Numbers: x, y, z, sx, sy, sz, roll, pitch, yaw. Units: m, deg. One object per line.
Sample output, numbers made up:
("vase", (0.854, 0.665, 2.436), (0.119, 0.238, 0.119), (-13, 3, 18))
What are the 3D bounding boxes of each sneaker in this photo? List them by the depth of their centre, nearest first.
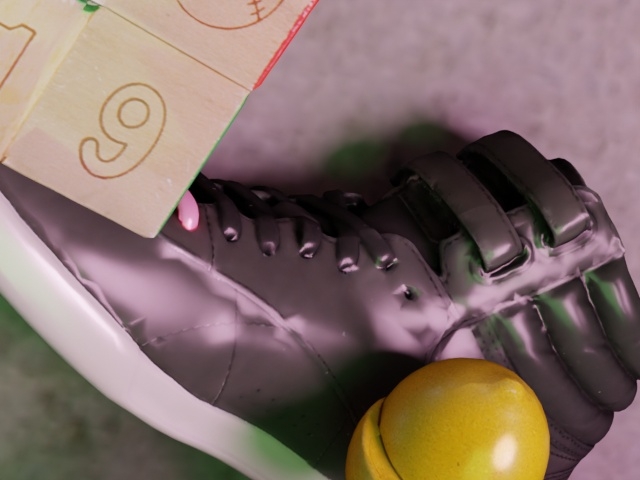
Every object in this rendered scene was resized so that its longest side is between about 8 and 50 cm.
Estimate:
("sneaker", (0.000, 0.000, 0.583), (0.147, 0.104, 0.296), (-47, 126, 5))

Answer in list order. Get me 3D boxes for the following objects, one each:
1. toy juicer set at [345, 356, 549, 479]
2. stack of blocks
("toy juicer set", (0.100, 0.125, 0.534), (0.329, 0.209, 0.089), (-21, 166, 10))
("stack of blocks", (-0.153, -0.131, 0.419), (0.297, 0.171, 0.087), (29, 103, -28))
